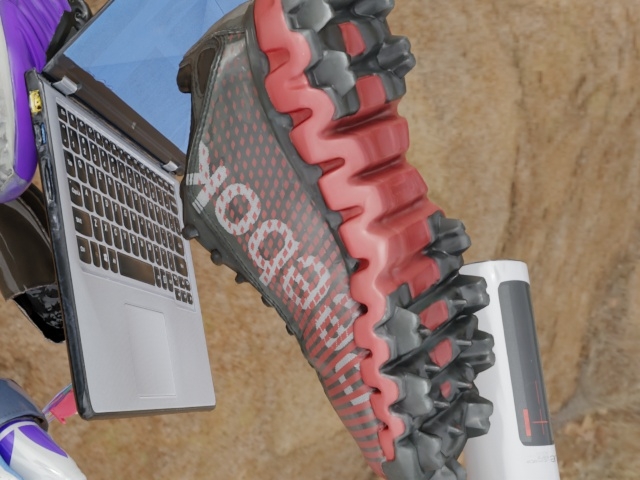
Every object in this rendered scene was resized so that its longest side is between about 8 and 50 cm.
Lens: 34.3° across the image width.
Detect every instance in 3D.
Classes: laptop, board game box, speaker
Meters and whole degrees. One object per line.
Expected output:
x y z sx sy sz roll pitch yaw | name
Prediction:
-0.074 -0.067 0.927 0.236 0.382 0.408 -12 80 6 | laptop
-0.280 0.188 1.245 0.033 0.133 0.168 45 52 4 | board game box
0.106 0.083 0.617 0.055 0.055 0.136 3 73 -30 | speaker

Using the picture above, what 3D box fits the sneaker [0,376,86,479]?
-0.237 0.077 0.681 0.130 0.236 0.323 9 97 -73 | sneaker

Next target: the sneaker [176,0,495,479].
0.000 0.000 0.538 0.097 0.135 0.276 -22 95 -55 | sneaker

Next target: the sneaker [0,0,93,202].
-0.251 -0.164 0.889 0.146 0.102 0.293 9 57 -45 | sneaker

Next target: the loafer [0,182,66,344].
-0.291 0.019 1.031 0.080 0.078 0.220 -23 128 7 | loafer
